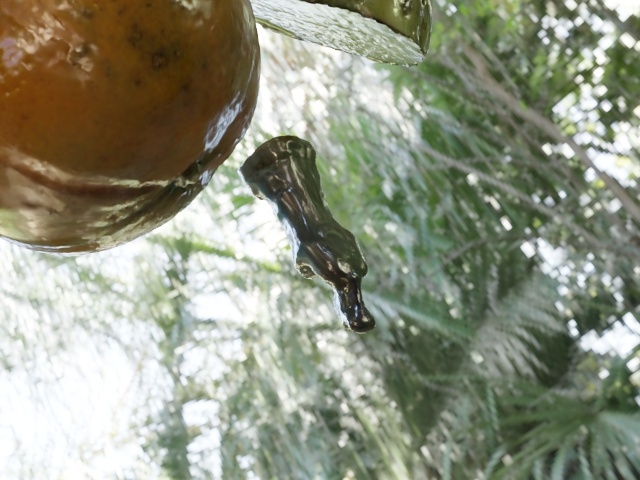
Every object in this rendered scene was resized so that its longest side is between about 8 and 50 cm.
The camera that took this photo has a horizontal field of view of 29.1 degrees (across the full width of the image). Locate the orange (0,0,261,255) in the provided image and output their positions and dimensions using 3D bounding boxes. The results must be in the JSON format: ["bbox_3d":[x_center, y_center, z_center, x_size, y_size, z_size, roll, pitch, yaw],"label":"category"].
[{"bbox_3d":[-0.136,-0.096,0.754,0.240,0.171,0.240,-41,-16,-15],"label":"orange"}]

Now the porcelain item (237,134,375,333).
[{"bbox_3d":[0.000,0.000,1.226,0.069,0.216,0.081,-40,-25,25],"label":"porcelain item"}]

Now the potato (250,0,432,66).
[{"bbox_3d":[0.008,-0.266,1.262,0.160,0.271,0.111,23,-94,-54],"label":"potato"}]
